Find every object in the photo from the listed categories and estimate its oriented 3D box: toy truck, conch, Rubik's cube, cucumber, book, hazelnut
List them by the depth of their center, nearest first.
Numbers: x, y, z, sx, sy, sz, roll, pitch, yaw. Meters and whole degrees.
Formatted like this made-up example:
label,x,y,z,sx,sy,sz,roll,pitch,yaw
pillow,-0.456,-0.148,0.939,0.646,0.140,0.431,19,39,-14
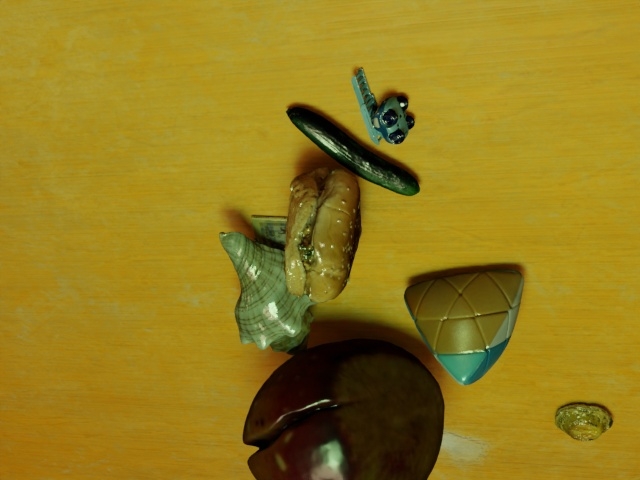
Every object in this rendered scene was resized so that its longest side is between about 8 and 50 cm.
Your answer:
label,x,y,z,sx,sy,sz,roll,pitch,yaw
toy truck,0.105,-0.226,1.235,0.074,0.063,0.136,6,133,35
cucumber,0.059,-0.155,1.312,0.284,0.056,0.056,30,131,-13
Rubik's cube,0.334,0.157,1.487,0.254,0.254,0.254,7,133,8
conch,-0.094,0.133,1.516,0.203,0.169,0.386,-23,142,1
book,-0.040,0.018,1.521,0.192,0.013,0.168,2,131,11
hazelnut,0.061,0.411,1.569,0.402,0.429,0.402,19,118,41

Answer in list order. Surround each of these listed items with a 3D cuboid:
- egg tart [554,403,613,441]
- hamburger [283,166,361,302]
label,x,y,z,sx,sy,sz,roll,pitch,yaw
egg tart,0.612,0.428,1.705,0.130,0.052,0.130,9,135,9
hamburger,0.000,0.000,1.339,0.146,0.243,0.286,10,136,1
